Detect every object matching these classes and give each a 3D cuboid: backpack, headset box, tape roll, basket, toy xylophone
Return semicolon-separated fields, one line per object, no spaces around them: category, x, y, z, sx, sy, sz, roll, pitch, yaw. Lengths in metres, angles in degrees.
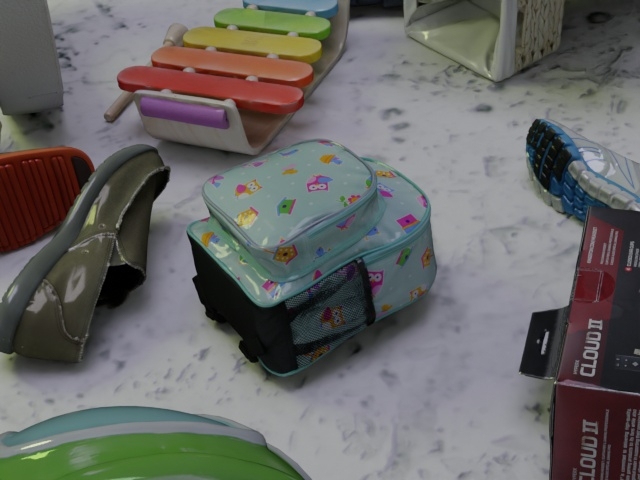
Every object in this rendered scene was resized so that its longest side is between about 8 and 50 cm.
backpack;0.000;0.000;1.070;0.188;0.144;0.166;-19;33;-24
headset box;0.296;0.086;0.941;0.293;0.110;0.218;6;37;14
tape roll;-0.347;-0.328;1.352;0.072;0.392;0.392;-13;37;-12
basket;0.182;-0.265;1.435;0.103;0.113;0.167;-22;40;-28
toy xylophone;-0.102;-0.192;1.391;0.236;0.081;0.322;6;37;15

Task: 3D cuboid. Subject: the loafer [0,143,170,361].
loafer;-0.190;0.017;1.127;0.087;0.094;0.251;28;52;2

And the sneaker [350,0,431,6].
sneaker;0.066;-0.342;1.537;0.321;0.126;0.127;-17;32;-18

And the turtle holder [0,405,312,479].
turtle holder;-0.082;0.192;0.738;0.320;0.243;0.227;-26;23;-13

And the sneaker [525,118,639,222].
sneaker;0.263;-0.052;1.180;0.083;0.071;0.190;-17;46;-26

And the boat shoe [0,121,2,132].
boat shoe;-0.409;-0.121;1.310;0.103;0.113;0.302;15;9;-32

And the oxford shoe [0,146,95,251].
oxford shoe;-0.346;-0.037;1.201;0.271;0.097;0.098;-19;33;-18
